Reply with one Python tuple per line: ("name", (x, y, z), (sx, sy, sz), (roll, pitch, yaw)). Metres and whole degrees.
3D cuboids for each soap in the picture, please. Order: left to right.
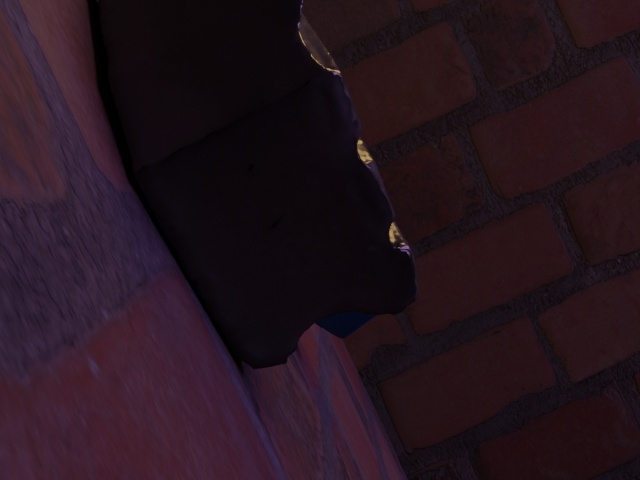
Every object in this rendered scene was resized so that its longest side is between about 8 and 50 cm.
("soap", (-0.080, -0.130, 1.045), (0.435, 0.212, 0.350), (-114, -179, -55))

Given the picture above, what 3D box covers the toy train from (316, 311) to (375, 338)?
("toy train", (0.000, 0.000, 1.628), (0.265, 0.188, 0.300), (37, 22, -52))
